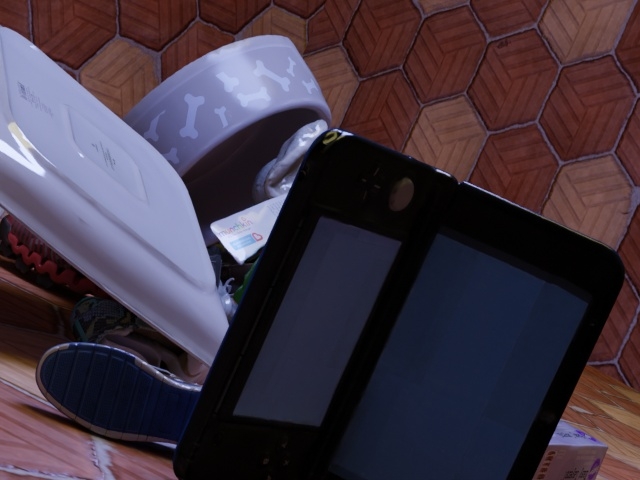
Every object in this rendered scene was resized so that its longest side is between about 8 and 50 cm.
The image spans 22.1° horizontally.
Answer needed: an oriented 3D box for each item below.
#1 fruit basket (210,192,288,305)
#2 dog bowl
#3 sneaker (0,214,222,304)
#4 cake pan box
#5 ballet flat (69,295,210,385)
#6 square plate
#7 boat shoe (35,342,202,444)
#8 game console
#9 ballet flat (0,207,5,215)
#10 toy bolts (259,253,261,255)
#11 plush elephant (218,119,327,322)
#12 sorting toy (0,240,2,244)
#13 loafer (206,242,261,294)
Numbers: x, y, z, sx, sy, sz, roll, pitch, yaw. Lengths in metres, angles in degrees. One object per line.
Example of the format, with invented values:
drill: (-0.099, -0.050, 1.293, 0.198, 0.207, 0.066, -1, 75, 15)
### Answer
fruit basket: (0.082, 0.060, 1.850, 0.327, 0.165, 0.353, 48, 32, 15)
dog bowl: (-0.135, -0.111, 2.145, 0.102, 0.349, 0.349, 51, 13, 18)
sneaker: (-0.221, 0.010, 1.773, 0.276, 0.135, 0.097, 24, 9, 19)
cake pan box: (0.196, 0.219, 1.962, 0.246, 0.070, 0.267, 29, 6, 28)
ballet flat: (-0.151, 0.109, 1.534, 0.188, 0.070, 0.070, 19, 6, -33)
square plate: (-0.216, -0.064, 1.532, 0.344, 0.049, 0.347, 42, 13, -31)
boat shoe: (-0.144, 0.129, 1.297, 0.183, 0.066, 0.066, 23, -10, -21)
game console: (0.065, 0.094, 1.259, 0.173, 0.293, 0.250, 26, 5, 33)
ballet flat: (-0.410, -0.078, 1.848, 0.116, 0.124, 0.342, 7, 7, 27)
toy bolts: (0.001, 0.075, 2.539, 0.228, 0.158, 0.218, 15, -39, 21)
plush elephant: (0.000, 0.000, 2.074, 0.330, 0.255, 0.272, 14, -16, -16)
sorting toy: (-0.351, -0.003, 1.873, 0.075, 0.045, 0.083, 11, 4, -29)
loafer: (-0.153, 0.026, 2.317, 0.080, 0.078, 0.220, 28, 6, 41)
